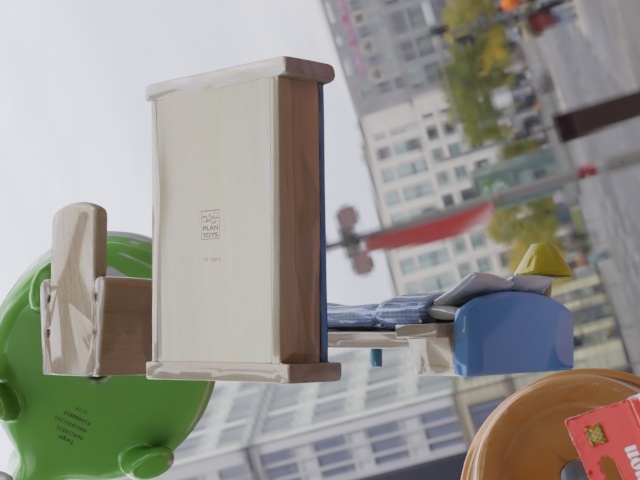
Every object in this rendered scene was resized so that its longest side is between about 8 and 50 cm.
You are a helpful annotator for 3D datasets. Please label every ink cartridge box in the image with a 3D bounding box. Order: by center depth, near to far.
[{"bbox_3d":[0.309,0.191,1.066,0.145,0.179,0.045,67,-157,0],"label":"ink cartridge box"}]

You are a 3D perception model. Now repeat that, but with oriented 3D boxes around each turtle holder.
[{"bbox_3d":[-0.227,0.142,1.375,0.227,0.243,0.320,-93,4,-76],"label":"turtle holder"}]

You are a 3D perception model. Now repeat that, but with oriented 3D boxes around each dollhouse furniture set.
[{"bbox_3d":[0.000,0.000,0.947,0.303,0.286,0.198,4,-96,-46],"label":"dollhouse furniture set"}]

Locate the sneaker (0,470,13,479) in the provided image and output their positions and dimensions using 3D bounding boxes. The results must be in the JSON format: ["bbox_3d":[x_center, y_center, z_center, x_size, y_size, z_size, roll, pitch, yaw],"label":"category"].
[{"bbox_3d":[-0.307,0.195,0.822,0.330,0.122,0.146,31,-115,-70],"label":"sneaker"}]

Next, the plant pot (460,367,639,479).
[{"bbox_3d":[0.274,0.256,1.300,0.203,0.290,0.291,52,-156,-64],"label":"plant pot"}]
